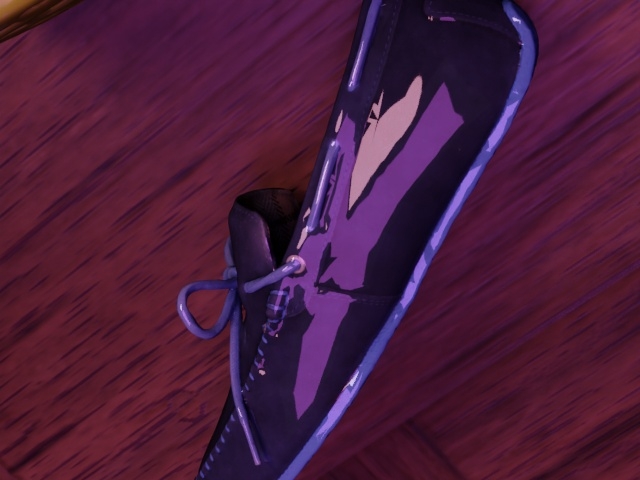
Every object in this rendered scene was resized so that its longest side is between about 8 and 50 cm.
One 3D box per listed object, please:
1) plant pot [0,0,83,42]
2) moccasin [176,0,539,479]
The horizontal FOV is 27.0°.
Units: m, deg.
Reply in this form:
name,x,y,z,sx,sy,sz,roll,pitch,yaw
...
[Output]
name,x,y,z,sx,sy,sz,roll,pitch,yaw
plant pot,-0.132,-0.219,0.605,0.207,0.228,0.227,-20,104,9
moccasin,0.000,0.000,0.773,0.116,0.138,0.342,27,101,-3
